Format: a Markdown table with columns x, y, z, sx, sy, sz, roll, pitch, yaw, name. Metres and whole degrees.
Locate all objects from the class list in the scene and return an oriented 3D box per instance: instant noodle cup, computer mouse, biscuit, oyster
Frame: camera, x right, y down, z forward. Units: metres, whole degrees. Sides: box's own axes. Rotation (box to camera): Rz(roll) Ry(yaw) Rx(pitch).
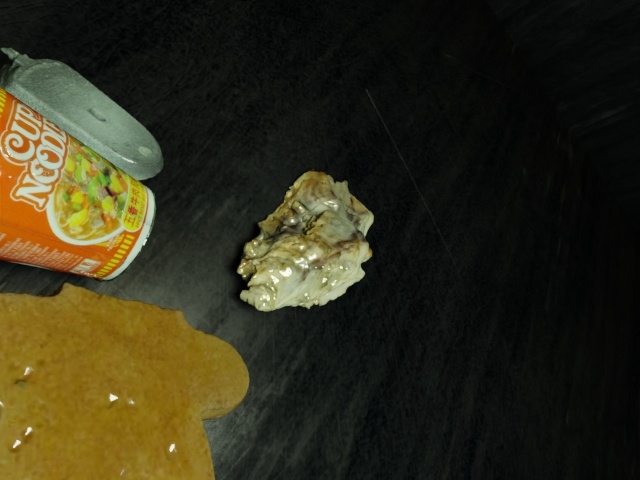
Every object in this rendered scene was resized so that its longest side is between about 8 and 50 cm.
| x | y | z | sx | sy | sz | roll | pitch | yaw | name |
| --- | --- | --- | --- | --- | --- | --- | --- | --- | --- |
| -0.307 | -0.045 | 0.482 | 0.212 | 0.193 | 0.193 | 32 | 55 | -46 | instant noodle cup |
| -0.316 | -0.150 | 0.587 | 0.229 | 0.068 | 0.113 | 39 | 33 | -16 | computer mouse |
| -0.210 | 0.240 | 0.455 | 0.368 | 0.076 | 0.394 | 23 | 40 | -48 | biscuit |
| 0.003 | 0.001 | 0.773 | 0.201 | 0.107 | 0.354 | 46 | 51 | -12 | oyster |
